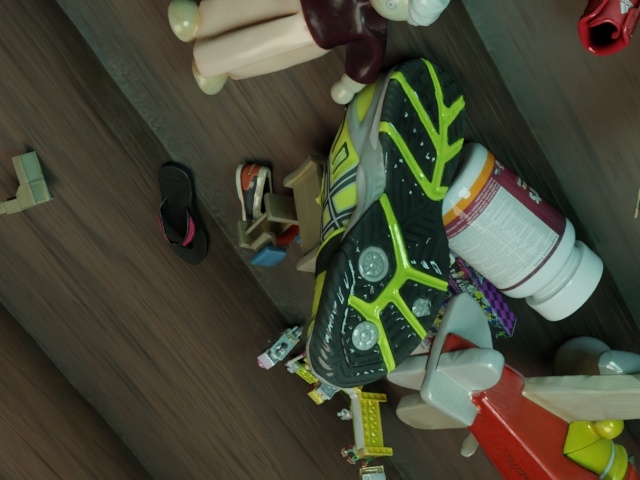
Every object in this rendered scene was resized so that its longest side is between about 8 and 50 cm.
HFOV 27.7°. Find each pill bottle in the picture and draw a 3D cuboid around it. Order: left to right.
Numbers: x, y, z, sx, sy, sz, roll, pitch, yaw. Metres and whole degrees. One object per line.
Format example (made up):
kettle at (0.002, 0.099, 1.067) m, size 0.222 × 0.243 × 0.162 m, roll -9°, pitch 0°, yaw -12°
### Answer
pill bottle at (0.228, -0.008, 1.565) m, size 0.221 × 0.121 × 0.121 m, roll 39°, pitch 136°, yaw -15°

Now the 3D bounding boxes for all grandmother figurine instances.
grandmother figurine at (-0.001, -0.249, 1.447) m, size 0.342 × 0.104 × 0.208 m, roll -12°, pitch 120°, yaw 35°

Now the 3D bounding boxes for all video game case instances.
video game case at (0.118, 0.056, 1.740) m, size 0.210 × 0.042 × 0.232 m, roll -14°, pitch 125°, yaw 36°

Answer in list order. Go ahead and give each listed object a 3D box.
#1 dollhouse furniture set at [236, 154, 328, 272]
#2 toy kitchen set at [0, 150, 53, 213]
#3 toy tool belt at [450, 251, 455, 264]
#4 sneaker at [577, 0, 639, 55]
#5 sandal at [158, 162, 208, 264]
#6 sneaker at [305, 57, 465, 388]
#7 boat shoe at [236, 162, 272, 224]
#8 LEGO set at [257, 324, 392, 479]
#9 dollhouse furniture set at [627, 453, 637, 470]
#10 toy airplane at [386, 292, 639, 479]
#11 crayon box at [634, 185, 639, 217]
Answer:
dollhouse furniture set at (0.000, 0.000, 1.645) m, size 0.129 × 0.129 × 0.184 m, roll 9°, pitch 148°, yaw -32°
toy kitchen set at (-0.426, -0.085, 1.867) m, size 0.083 × 0.068 × 0.075 m, roll -12°, pitch 98°, yaw 35°
toy tool belt at (0.117, 0.013, 1.560) m, size 0.083 × 0.052 × 0.051 m, roll 40°, pitch 97°, yaw -6°
sneaker at (0.319, -0.266, 1.257) m, size 0.087 × 0.128 × 0.221 m, roll 22°, pitch 138°, yaw 4°
sandal at (-0.199, -0.030, 1.808) m, size 0.067 × 0.040 × 0.179 m, roll 10°, pitch 136°, yaw 16°
sneaker at (0.062, -0.014, 1.480) m, size 0.145 × 0.384 × 0.147 m, roll 26°, pitch 161°, yaw -27°
boat shoe at (-0.079, -0.044, 1.733) m, size 0.043 × 0.049 × 0.137 m, roll 7°, pitch 129°, yaw 21°
LEGO set at (0.018, 0.253, 1.921) m, size 0.287 × 0.132 × 0.107 m, roll 56°, pitch 139°, yaw -1°
dollhouse furniture set at (0.461, 0.245, 1.756) m, size 0.182 × 0.101 × 0.161 m, roll -3°, pitch 106°, yaw 29°
toy airplane at (0.277, 0.208, 1.657) m, size 0.386 × 0.272 × 0.384 m, roll 28°, pitch 145°, yaw 22°
crayon box at (0.388, -0.187, 1.251) m, size 0.081 × 0.202 × 0.318 m, roll 17°, pitch 138°, yaw 10°
